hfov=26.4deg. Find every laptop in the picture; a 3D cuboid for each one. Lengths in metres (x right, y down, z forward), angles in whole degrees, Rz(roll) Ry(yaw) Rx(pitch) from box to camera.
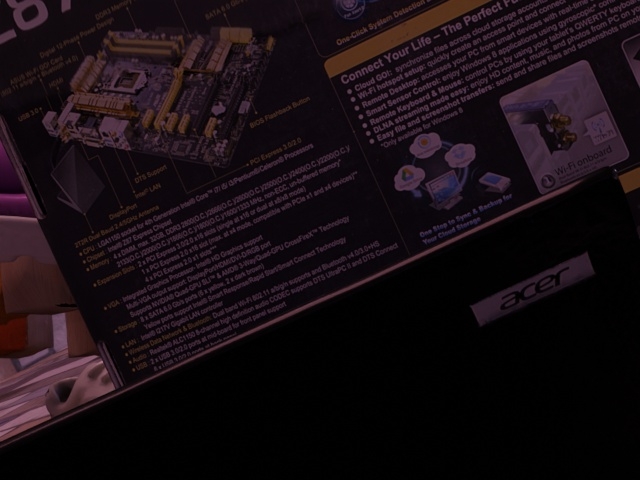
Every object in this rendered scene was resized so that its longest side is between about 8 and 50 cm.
[{"bbox_3d":[-0.001,0.079,0.465,0.234,0.136,0.264,-24,4,5],"label":"laptop"}]

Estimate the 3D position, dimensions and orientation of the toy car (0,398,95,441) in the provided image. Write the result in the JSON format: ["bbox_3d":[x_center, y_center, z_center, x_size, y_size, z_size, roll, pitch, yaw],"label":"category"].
[{"bbox_3d":[-0.192,0.149,0.970,0.225,0.239,0.053,-2,52,13],"label":"toy car"}]

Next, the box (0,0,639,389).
[{"bbox_3d":[0.061,-0.059,0.631,0.395,0.318,0.097,-25,4,14],"label":"box"}]

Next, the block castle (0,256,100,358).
[{"bbox_3d":[-0.139,-0.028,1.094,0.303,0.212,0.453,-14,-12,41],"label":"block castle"}]

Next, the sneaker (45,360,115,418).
[{"bbox_3d":[-0.150,0.131,1.088,0.258,0.091,0.094,-22,5,46],"label":"sneaker"}]

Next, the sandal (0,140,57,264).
[{"bbox_3d":[-0.045,-0.067,0.773,0.416,0.169,0.102,-9,-35,-14],"label":"sandal"}]
